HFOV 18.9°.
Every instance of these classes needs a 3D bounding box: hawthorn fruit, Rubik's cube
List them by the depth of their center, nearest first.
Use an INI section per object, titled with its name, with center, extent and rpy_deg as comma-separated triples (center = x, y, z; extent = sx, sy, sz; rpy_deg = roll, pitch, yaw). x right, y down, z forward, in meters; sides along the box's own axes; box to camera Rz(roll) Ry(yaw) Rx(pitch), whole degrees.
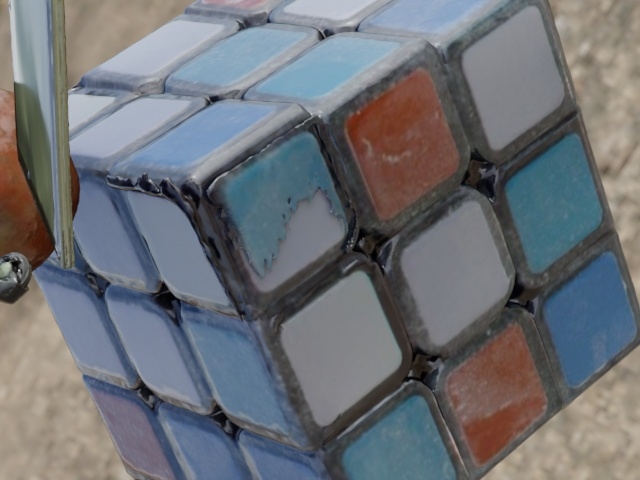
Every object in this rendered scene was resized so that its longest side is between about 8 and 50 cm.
[hawthorn fruit]
center = -0.230, -0.036, 1.318
extent = 0.189, 0.149, 0.149
rpy_deg = 9, 72, 63
[Rubik's cube]
center = 0.000, 0.000, 1.539
extent = 0.359, 0.363, 0.362
rpy_deg = -39, 27, -29

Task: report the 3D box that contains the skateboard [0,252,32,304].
[skateboard]
center = -0.179, -0.012, 0.711
extent = 0.080, 0.067, 0.151
rpy_deg = -45, 50, 1

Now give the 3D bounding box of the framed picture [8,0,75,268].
[framed picture]
center = -0.154, -0.121, 1.039
extent = 0.173, 0.010, 0.231
rpy_deg = -124, 32, -61
